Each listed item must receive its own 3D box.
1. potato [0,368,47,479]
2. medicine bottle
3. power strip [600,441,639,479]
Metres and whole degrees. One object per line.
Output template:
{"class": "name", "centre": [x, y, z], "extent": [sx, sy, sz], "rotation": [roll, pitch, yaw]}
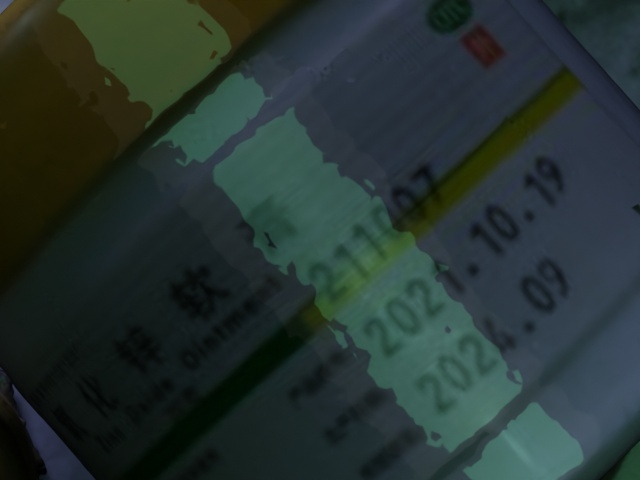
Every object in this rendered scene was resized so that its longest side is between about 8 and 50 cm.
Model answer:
{"class": "potato", "centre": [-0.199, 0.126, 0.607], "extent": [0.229, 0.266, 0.229], "rotation": [0, 82, -1]}
{"class": "medicine bottle", "centre": [0.000, 0.000, 0.627], "extent": [0.238, 0.238, 0.232], "rotation": [-42, 87, -3]}
{"class": "power strip", "centre": [0.121, 0.155, 0.709], "extent": [0.092, 0.066, 0.387], "rotation": [31, 88, 3]}
